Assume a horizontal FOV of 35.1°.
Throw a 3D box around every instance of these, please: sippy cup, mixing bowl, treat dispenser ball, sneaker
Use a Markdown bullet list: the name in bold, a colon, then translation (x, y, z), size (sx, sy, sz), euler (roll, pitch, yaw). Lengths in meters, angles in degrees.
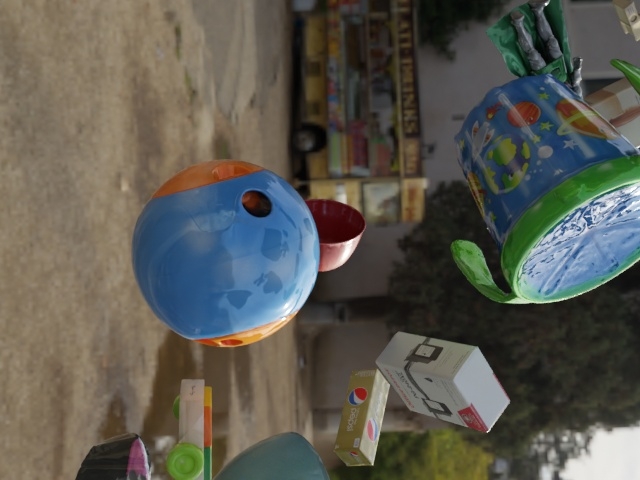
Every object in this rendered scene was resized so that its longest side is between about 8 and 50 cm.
- **sippy cup**: translation (0.286, -0.078, 1.257), size (0.224, 0.305, 0.240), euler (62, 5, 34)
- **mixing bowl**: translation (0.000, 0.000, 2.075), size (0.181, 0.182, 0.098), euler (-89, -178, -59)
- **treat dispenser ball**: translation (-0.145, 0.019, 1.553), size (0.288, 0.288, 0.288), euler (-3, 90, -88)
- **sneaker**: translation (-0.181, 0.261, 0.916), size (0.077, 0.072, 0.178), euler (2, 92, -83)

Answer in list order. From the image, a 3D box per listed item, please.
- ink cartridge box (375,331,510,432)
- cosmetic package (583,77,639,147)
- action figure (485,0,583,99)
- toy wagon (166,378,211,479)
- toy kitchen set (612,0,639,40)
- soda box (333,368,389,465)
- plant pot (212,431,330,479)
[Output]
- **ink cartridge box**: translation (0.163, 0.189, 1.365), size (0.063, 0.150, 0.109), euler (-49, 121, -25)
- **cosmetic package**: translation (0.579, -0.235, 2.139), size (0.129, 0.296, 0.153), euler (63, 4, -11)
- **action figure**: translation (0.353, -0.255, 1.547), size (0.232, 0.137, 0.063), euler (60, -8, -27)
- **toy wagon**: translation (-0.209, 0.405, 1.641), size (0.267, 0.068, 0.344), euler (-119, -151, -79)
- **toy kitchen set**: translation (0.517, -0.360, 1.574), size (0.075, 0.083, 0.068), euler (48, 4, -43)
- **soda box**: translation (0.081, 0.338, 1.938), size (0.061, 0.058, 0.181), euler (54, 39, -38)
- **plant pot**: translation (-0.120, 0.529, 1.937), size (0.290, 0.195, 0.290), euler (20, -67, 59)
